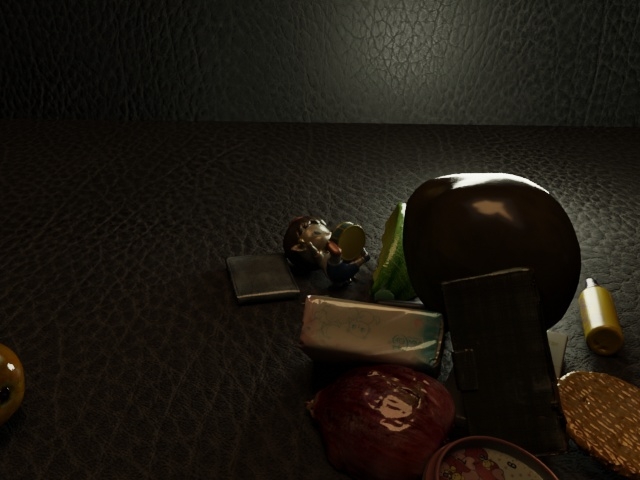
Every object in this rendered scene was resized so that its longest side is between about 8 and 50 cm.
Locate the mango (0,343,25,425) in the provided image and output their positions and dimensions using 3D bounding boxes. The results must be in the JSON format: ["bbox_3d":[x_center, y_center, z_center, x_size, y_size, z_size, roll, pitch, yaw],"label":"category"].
[{"bbox_3d":[-0.684,0.270,1.134,0.317,0.172,0.211,-8,26,-5],"label":"mango"}]

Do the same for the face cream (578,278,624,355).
[{"bbox_3d":[0.648,0.163,1.522,0.078,0.078,0.273,7,26,13],"label":"face cream"}]

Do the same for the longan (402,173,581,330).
[{"bbox_3d":[0.343,0.027,1.342,0.336,0.404,0.404,-43,32,1],"label":"longan"}]

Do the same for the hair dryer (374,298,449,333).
[{"bbox_3d":[0.220,0.157,1.547,0.219,0.071,0.124,1,22,21],"label":"hair dryer"}]

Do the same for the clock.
[{"bbox_3d":[0.272,0.403,0.992,0.245,0.056,0.244,11,31,-7],"label":"clock"}]

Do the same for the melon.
[{"bbox_3d":[0.219,0.052,1.698,0.124,0.196,0.323,-26,21,29],"label":"melon"}]

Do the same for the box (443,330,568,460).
[{"bbox_3d":[0.368,0.275,1.302,0.205,0.051,0.365,12,27,22],"label":"box"}]

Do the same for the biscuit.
[{"bbox_3d":[0.537,0.331,1.168,0.254,0.035,0.254,10,31,-6],"label":"biscuit"}]

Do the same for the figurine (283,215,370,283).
[{"bbox_3d":[-0.003,0.009,1.721,0.276,0.158,0.161,20,3,43],"label":"figurine"}]

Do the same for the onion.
[{"bbox_3d":[0.086,0.297,1.142,0.284,0.120,0.227,6,37,29],"label":"onion"}]

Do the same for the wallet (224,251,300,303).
[{"bbox_3d":[-0.152,0.094,1.685,0.167,0.036,0.222,-5,27,-15],"label":"wallet"}]

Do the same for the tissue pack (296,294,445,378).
[{"bbox_3d":[0.108,0.195,1.294,0.271,0.201,0.124,7,70,14],"label":"tissue pack"}]

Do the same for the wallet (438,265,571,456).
[{"bbox_3d":[0.314,0.211,1.124,0.169,0.316,0.044,-12,-7,19],"label":"wallet"}]

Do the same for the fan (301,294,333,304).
[{"bbox_3d":[-0.007,0.151,1.604,0.083,0.004,0.056,-5,26,-12],"label":"fan"}]
